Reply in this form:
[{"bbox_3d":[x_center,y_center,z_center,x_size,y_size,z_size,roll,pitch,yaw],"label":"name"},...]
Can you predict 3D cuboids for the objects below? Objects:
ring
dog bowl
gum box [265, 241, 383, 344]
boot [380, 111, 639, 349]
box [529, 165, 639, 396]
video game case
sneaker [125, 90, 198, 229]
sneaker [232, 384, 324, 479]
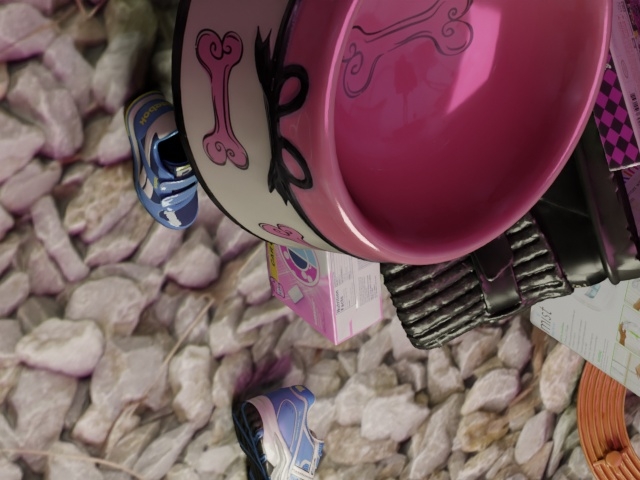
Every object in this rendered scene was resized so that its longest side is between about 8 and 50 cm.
[{"bbox_3d":[0.486,0.211,2.059,0.337,0.336,0.032,-55,-179,1],"label":"ring"},{"bbox_3d":[0.081,-0.160,1.390,0.408,0.150,0.408,-21,123,-36],"label":"dog bowl"},{"bbox_3d":[0.000,0.000,1.595,0.062,0.107,0.188,-27,131,-27],"label":"gum box"},{"bbox_3d":[0.159,-0.083,1.663,0.260,0.348,0.131,-16,172,15],"label":"boot"},{"bbox_3d":[0.356,0.048,1.805,0.127,0.231,0.262,-45,154,-22],"label":"box"},{"bbox_3d":[0.296,-0.195,1.639,0.210,0.041,0.232,-24,97,-63],"label":"video game case"},{"bbox_3d":[-0.132,-0.061,1.472,0.053,0.059,0.144,-35,136,-23],"label":"sneaker"},{"bbox_3d":[-0.030,0.241,1.747,0.081,0.080,0.211,-27,133,-23],"label":"sneaker"}]
